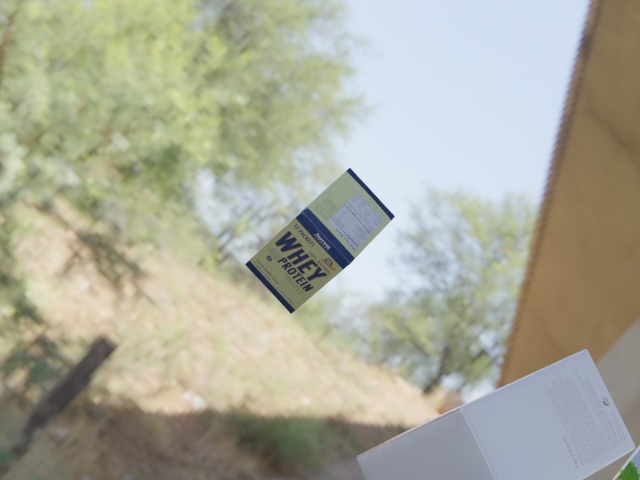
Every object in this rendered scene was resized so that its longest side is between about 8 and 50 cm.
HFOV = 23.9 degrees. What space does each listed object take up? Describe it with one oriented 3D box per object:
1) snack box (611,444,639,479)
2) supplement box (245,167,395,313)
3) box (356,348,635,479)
[{"bbox_3d":[0.385,0.244,1.459,0.174,0.207,0.070,37,-1,18],"label":"snack box"},{"bbox_3d":[0.000,0.000,1.206,0.056,0.083,0.083,47,-50,-1],"label":"supplement box"},{"bbox_3d":[0.140,0.168,1.197,0.130,0.170,0.091,-33,-101,44],"label":"box"}]
